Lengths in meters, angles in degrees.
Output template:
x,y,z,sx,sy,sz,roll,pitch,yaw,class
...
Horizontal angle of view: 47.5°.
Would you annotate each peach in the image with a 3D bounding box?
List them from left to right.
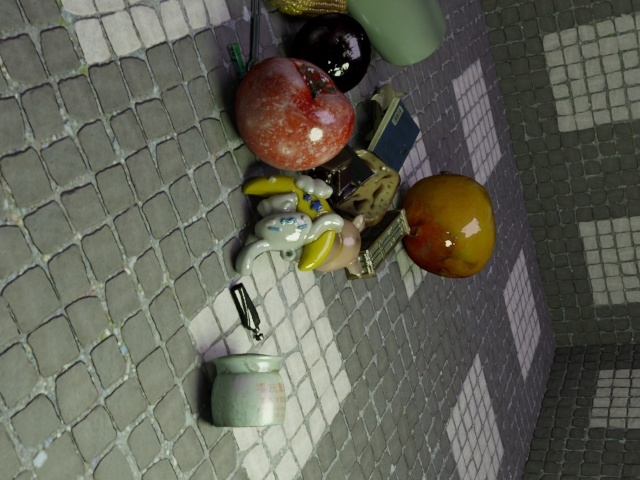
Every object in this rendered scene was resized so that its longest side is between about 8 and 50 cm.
x,y,z,sx,sy,sz,roll,pitch,yaw,class
0.415,-0.046,2.362,0.372,0.289,0.373,17,70,-57,peach

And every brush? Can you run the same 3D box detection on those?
x,y,z,sx,sy,sz,roll,pitch,yaw,class
-0.149,-0.494,1.728,0.062,0.027,0.266,22,65,-58,brush

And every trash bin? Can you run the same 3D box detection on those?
x,y,z,sx,sy,sz,roll,pitch,yaw,class
0.198,-0.745,2.162,0.432,0.280,0.280,42,48,-54,trash bin

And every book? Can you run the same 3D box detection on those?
x,y,z,sx,sy,sz,roll,pitch,yaw,class
0.226,-0.306,2.230,0.191,0.025,0.269,-62,156,-1,book

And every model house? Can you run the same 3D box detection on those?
x,y,z,sx,sy,sz,roll,pitch,yaw,class
0.007,-0.172,1.800,0.203,0.141,0.164,-116,-158,-45,model house

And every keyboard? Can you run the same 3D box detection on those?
x,y,z,sx,sy,sz,roll,pitch,yaw,class
0.056,-0.226,1.908,0.063,0.010,0.198,-38,79,-18,keyboard

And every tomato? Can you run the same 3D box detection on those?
x,y,z,sx,sy,sz,roll,pitch,yaw,class
-0.066,-0.276,1.618,0.270,0.227,0.270,30,29,-19,tomato

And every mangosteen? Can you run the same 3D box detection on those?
x,y,z,sx,sy,sz,roll,pitch,yaw,class
0.025,-0.484,1.890,0.250,0.211,0.211,-109,-178,-72,mangosteen

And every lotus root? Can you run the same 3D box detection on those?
x,y,z,sx,sy,sz,roll,pitch,yaw,class
0.097,-0.130,1.978,0.188,0.199,0.180,-50,176,-16,lotus root

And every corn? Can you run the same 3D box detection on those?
x,y,z,sx,sy,sz,roll,pitch,yaw,class
-0.026,-0.631,1.897,0.322,0.119,0.119,-25,106,-55,corn

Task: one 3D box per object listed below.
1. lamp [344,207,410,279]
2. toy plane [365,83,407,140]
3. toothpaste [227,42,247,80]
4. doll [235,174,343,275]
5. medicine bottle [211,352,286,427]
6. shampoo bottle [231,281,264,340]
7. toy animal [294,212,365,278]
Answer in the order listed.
x,y,z,sx,sy,sz,roll,pitch,yaw,class
0.166,0.006,2.114,0.325,0.089,0.090,-45,122,-54,lamp
0.199,-0.394,2.265,0.242,0.104,0.256,69,36,-52,toy plane
-0.187,-0.405,1.651,0.020,0.017,0.083,-44,122,-52,toothpaste
-0.071,-0.039,1.617,0.252,0.111,0.237,-1,73,-19,doll
-0.142,0.296,1.437,0.147,0.147,0.143,19,66,-58,medicine bottle
-0.154,0.156,1.570,0.048,0.027,0.137,-49,126,-51,shampoo bottle
0.001,-0.003,1.778,0.248,0.149,0.165,7,93,-48,toy animal
